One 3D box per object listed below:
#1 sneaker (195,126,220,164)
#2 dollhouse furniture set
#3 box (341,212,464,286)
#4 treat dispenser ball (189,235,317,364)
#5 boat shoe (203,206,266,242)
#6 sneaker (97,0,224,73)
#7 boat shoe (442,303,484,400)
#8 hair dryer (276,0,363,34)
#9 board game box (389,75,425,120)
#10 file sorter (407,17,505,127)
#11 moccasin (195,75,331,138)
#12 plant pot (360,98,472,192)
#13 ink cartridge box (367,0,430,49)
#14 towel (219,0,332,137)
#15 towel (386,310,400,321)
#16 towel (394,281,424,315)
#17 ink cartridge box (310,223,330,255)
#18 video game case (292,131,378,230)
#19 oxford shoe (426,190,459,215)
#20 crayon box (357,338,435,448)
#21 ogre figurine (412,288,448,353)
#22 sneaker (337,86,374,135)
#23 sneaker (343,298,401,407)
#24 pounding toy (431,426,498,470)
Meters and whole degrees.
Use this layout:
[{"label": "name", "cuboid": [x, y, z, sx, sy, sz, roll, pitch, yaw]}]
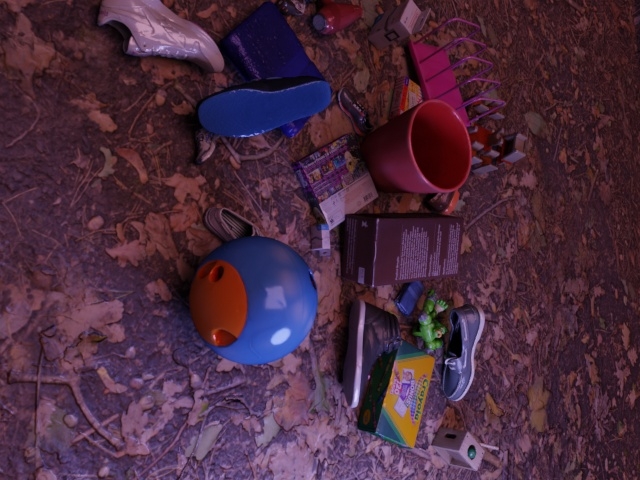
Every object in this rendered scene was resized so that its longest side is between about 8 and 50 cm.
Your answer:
[{"label": "sneaker", "cuboid": [-0.282, -0.241, 1.494, 0.058, 0.052, 0.135, 32, 56, -25]}, {"label": "dollhouse furniture set", "cuboid": [0.597, -0.358, 2.214, 0.259, 0.135, 0.262, 19, 72, -25]}, {"label": "box", "cuboid": [0.247, 0.019, 1.819, 0.381, 0.143, 0.191, -2, 100, -42]}, {"label": "treat dispenser ball", "cuboid": [-0.149, 0.133, 1.392, 0.288, 0.288, 0.289, 6, 80, -39]}, {"label": "boat shoe", "cuboid": [-0.184, -0.004, 1.521, 0.226, 0.075, 0.083, 33, 65, -32]}, {"label": "sneaker", "cuboid": [-0.367, -0.461, 1.426, 0.305, 0.114, 0.152, 31, 79, -28]}, {"label": "boat shoe", "cuboid": [0.419, 0.350, 1.929, 0.099, 0.116, 0.320, 4, 105, -30]}, {"label": "hair dryer", "cuboid": [0.012, -0.701, 1.774, 0.293, 0.080, 0.224, 19, 72, -37]}, {"label": "board game box", "cuboid": [0.312, -0.420, 2.010, 0.193, 0.045, 0.147, 23, 70, -36]}, {"label": "file sorter", "cuboid": [0.450, -0.540, 2.009, 0.202, 0.182, 0.291, -7, 77, -46]}, {"label": "moccasin", "cuboid": [-0.143, -0.329, 1.518, 0.341, 0.117, 0.138, -12, 120, -23]}, {"label": "plant pot", "cuboid": [0.265, -0.256, 1.820, 0.274, 0.243, 0.275, 6, 81, -39]}, {"label": "ink cartridge box", "cuboid": [0.238, -0.666, 1.893, 0.060, 0.180, 0.104, 39, 61, -29]}, {"label": "towel", "cuboid": [-0.116, -0.451, 1.644, 0.308, 0.076, 0.228, 54, 52, -23]}, {"label": "towel", "cuboid": [0.211, 0.258, 1.860, 0.060, 0.009, 0.083, 28, 66, -33]}, {"label": "towel", "cuboid": [0.276, 0.171, 1.914, 0.067, 0.029, 0.119, 53, 54, -21]}, {"label": "ink cartridge box", "cuboid": [0.000, 0.000, 1.692, 0.028, 0.048, 0.083, 0, 84, -40]}, {"label": "video game case", "cuboid": [0.048, -0.169, 1.758, 0.232, 0.041, 0.210, -36, 108, -37]}, {"label": "oxford shoe", "cuboid": [0.418, -0.221, 2.044, 0.098, 0.096, 0.272, 29, 67, -27]}, {"label": "crayon box", "cuboid": [0.224, 0.441, 1.800, 0.165, 0.081, 0.279, 33, 65, -32]}, {"label": "ogre figurine", "cuboid": [0.345, 0.265, 1.921, 0.118, 0.096, 0.197, -41, 143, -48]}, {"label": "sneaker", "cuboid": [0.112, -0.386, 1.826, 0.061, 0.064, 0.158, -48, 114, -33]}, {"label": "sneaker", "cuboid": [0.149, 0.318, 1.718, 0.146, 0.104, 0.296, 13, 71, -17]}, {"label": "pounding toy", "cuboid": [0.450, 0.641, 1.924, 0.130, 0.141, 0.100, 50, 56, -24]}]
